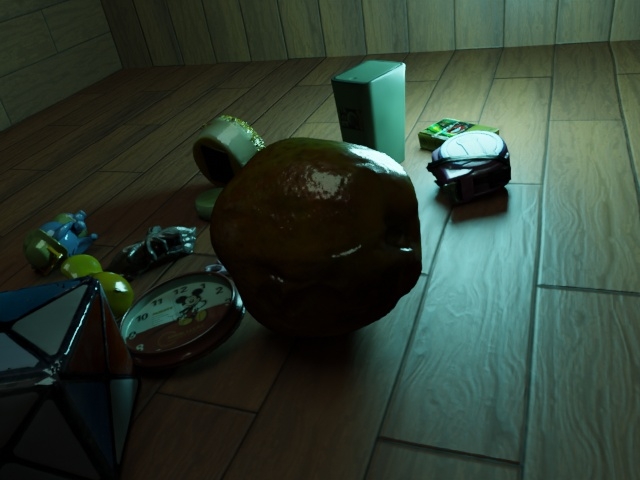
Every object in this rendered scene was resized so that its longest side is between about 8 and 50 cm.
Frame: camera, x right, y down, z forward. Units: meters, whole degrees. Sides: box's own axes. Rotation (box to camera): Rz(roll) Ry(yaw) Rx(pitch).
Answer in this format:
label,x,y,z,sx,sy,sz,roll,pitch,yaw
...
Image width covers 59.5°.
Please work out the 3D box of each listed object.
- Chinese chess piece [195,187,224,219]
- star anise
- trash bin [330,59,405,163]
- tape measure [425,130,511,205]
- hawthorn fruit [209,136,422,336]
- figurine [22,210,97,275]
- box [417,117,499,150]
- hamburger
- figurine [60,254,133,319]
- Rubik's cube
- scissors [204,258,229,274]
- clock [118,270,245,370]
label,x,y,z,sx,sy,sz,roll,pitch,yaw
Chinese chess piece,-0.344,-0.121,1.860,0.144,0.058,0.144,-6,33,4
star anise,-0.480,0.024,1.634,0.198,0.111,0.257,-8,22,34
trash bin,0.179,-0.404,1.887,0.158,0.343,0.223,18,41,39
tape measure,0.457,-0.225,1.724,0.245,0.149,0.231,-16,35,5
hawthorn fruit,0.000,0.000,1.214,0.471,0.472,0.472,-7,32,5
figurine,-0.801,-0.010,1.732,0.180,0.154,0.262,-7,35,26
box,0.489,-0.362,1.987,0.159,0.071,0.240,-34,39,-29
hamburger,-0.296,-0.295,1.918,0.294,0.276,0.179,20,54,31
figurine,-0.555,0.154,1.345,0.215,0.228,0.215,22,27,-12
Rubik's cube,-0.552,0.282,1.059,0.310,0.305,0.307,-12,32,-2
scissors,-0.224,0.087,1.534,0.212,0.021,0.110,15,37,34
clock,-0.333,0.192,1.350,0.318,0.080,0.318,-12,32,8
